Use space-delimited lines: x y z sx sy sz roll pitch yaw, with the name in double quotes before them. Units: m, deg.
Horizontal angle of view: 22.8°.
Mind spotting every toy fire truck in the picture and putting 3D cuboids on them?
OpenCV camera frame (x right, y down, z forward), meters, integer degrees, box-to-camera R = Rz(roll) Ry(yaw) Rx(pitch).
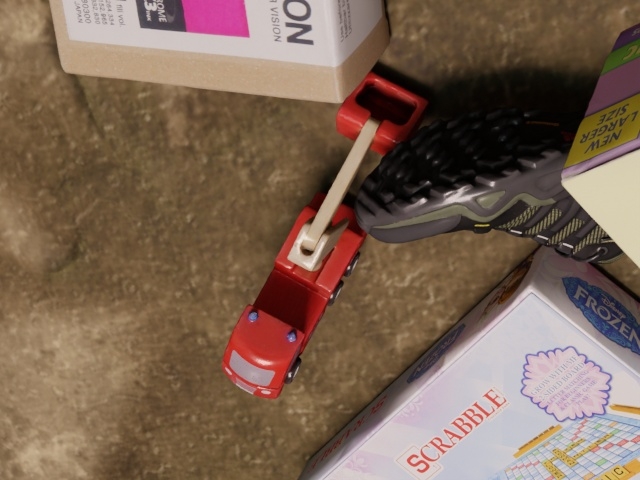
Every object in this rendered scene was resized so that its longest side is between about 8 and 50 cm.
"toy fire truck" 0.000 0.000 1.014 0.047 0.192 0.135 28 159 6

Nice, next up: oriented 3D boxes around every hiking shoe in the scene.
"hiking shoe" 0.136 -0.022 0.943 0.227 0.086 0.114 -14 125 10

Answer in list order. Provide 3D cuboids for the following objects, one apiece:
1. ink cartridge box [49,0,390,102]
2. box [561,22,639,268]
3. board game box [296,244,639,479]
"ink cartridge box" -0.069 -0.207 0.929 0.193 0.088 0.234 8 126 21
"box" 0.278 -0.019 0.739 0.243 0.117 0.213 43 140 -20
"board game box" 0.183 0.195 1.117 0.318 0.066 0.318 39 131 -6
